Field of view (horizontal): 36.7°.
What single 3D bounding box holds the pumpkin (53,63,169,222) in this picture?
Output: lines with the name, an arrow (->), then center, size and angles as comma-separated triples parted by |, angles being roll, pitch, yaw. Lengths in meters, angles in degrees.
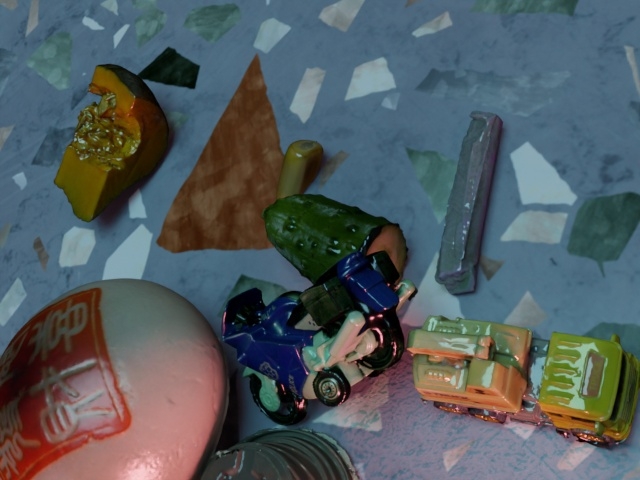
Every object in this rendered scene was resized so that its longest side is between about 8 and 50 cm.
pumpkin -> -0.340, -0.159, 1.614 | 0.131, 0.126, 0.248 | 36, 107, 25

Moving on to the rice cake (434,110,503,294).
rice cake -> 0.209, -0.057, 1.337 | 0.055, 0.049, 0.270 | -7, 65, 48

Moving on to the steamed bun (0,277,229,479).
steamed bun -> -0.316, 0.219, 1.332 | 0.374, 0.241, 0.374 | -22, 50, 29

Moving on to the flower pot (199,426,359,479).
flower pot -> -0.073, 0.347, 1.258 | 0.235, 0.140, 0.235 | -11, 63, 22

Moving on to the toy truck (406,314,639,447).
toy truck -> 0.237, 0.158, 1.172 | 0.272, 0.157, 0.124 | 7, 74, 29

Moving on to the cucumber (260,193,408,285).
cucumber -> 0.000, -0.003, 1.375 | 0.244, 0.134, 0.134 | 25, 82, 37

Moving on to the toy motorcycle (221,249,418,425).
toy motorcycle -> -0.019, 0.123, 1.261 | 0.196, 0.125, 0.331 | 56, 136, 5

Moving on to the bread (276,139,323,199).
bread -> -0.033, -0.108, 1.482 | 0.049, 0.103, 0.062 | 38, 46, 22
